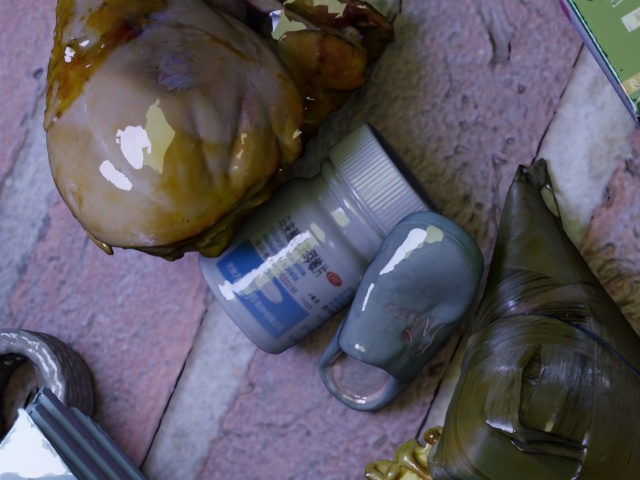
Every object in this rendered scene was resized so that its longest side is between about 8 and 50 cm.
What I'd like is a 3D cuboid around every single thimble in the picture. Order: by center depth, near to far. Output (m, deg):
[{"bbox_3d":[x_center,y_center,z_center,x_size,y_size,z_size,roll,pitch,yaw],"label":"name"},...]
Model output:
[{"bbox_3d":[-0.233,0.128,1.487,0.102,0.090,0.115,23,87,12],"label":"thimble"}]

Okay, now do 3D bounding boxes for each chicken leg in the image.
[{"bbox_3d":[-0.098,-0.160,1.457,0.295,0.182,0.409,-15,50,-18],"label":"chicken leg"}]

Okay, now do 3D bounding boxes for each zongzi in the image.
[{"bbox_3d":[0.222,0.106,1.386,0.260,0.289,0.123,32,134,-12],"label":"zongzi"}]

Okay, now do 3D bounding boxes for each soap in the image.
[{"bbox_3d":[-0.164,0.218,1.391,0.091,0.145,0.230,-41,98,7],"label":"soap"}]

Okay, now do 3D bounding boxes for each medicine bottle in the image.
[{"bbox_3d":[0.000,0.000,1.435,0.168,0.105,0.105,-38,76,7],"label":"medicine bottle"}]

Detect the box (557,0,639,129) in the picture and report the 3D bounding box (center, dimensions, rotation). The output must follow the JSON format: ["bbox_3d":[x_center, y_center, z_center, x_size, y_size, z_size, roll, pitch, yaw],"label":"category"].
[{"bbox_3d":[0.287,-0.186,1.400,0.199,0.081,0.135,-31,77,7],"label":"box"}]

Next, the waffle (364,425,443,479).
[{"bbox_3d":[0.110,0.226,1.413,0.191,0.038,0.191,-1,85,13],"label":"waffle"}]

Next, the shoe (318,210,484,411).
[{"bbox_3d":[0.051,0.067,1.382,0.079,0.078,0.195,30,133,-1],"label":"shoe"}]
